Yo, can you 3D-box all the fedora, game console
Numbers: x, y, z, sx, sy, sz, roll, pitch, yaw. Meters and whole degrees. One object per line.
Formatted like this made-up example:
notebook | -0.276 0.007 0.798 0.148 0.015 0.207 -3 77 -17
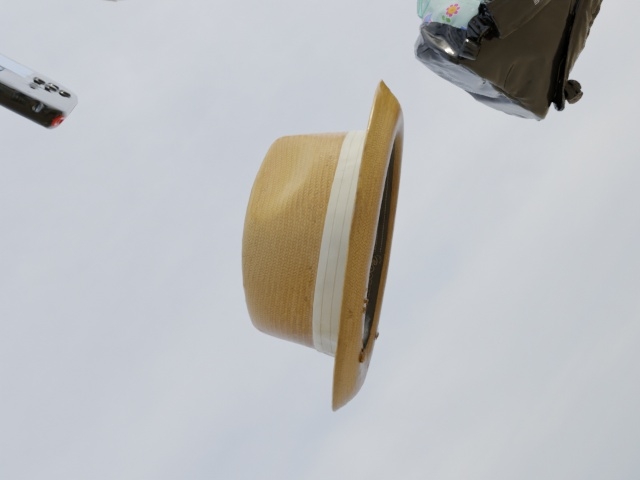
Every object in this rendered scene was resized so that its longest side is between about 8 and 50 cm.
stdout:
fedora | 0.000 0.000 0.556 0.194 0.079 0.194 8 -90 -82
game console | -0.531 -0.270 1.328 0.060 0.386 0.342 -63 15 2

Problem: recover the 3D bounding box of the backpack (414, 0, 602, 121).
backpack | 0.151 -0.201 0.726 0.152 0.115 0.182 20 -88 -48
